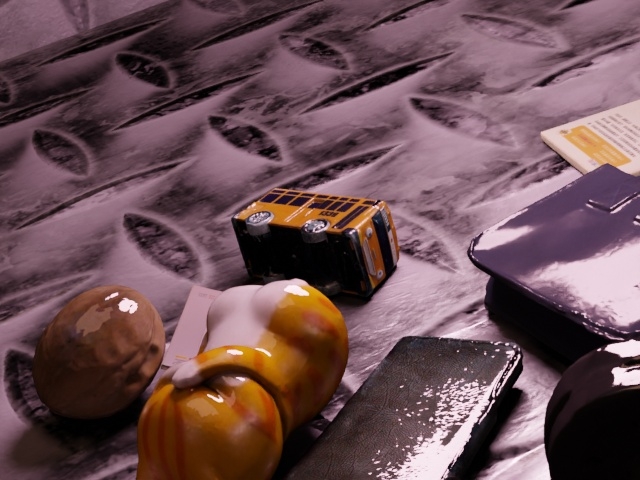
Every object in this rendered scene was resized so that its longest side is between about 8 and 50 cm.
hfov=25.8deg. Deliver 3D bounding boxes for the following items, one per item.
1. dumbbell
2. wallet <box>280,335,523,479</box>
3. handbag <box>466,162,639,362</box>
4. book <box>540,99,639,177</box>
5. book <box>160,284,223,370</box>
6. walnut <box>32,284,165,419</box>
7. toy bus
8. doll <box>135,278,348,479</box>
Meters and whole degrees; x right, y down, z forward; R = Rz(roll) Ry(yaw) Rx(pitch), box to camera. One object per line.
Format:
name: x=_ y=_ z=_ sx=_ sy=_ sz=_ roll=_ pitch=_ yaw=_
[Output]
dumbbell: x=0.261 y=0.223 z=1.089 sx=0.185 sy=0.185 sz=0.388 roll=-7 pitch=28 yaw=14
wallet: x=0.079 y=0.196 z=1.386 sx=0.172 sy=0.045 sz=0.318 roll=0 pitch=31 yaw=33
handbag: x=0.346 y=0.031 z=1.498 sx=0.269 sy=0.118 sz=0.326 roll=-30 pitch=31 yaw=-15
book: x=0.473 y=-0.154 z=1.895 sx=0.295 sy=0.020 sz=0.208 roll=-18 pitch=27 yaw=-8
book: x=-0.105 y=0.114 z=1.615 sx=0.127 sy=0.014 sz=0.181 roll=15 pitch=29 yaw=-1
walnut: x=-0.248 y=0.127 z=1.576 sx=0.140 sy=0.140 sz=0.162 roll=13 pitch=66 yaw=43
toy bus: x=0.000 y=0.000 z=1.751 sx=0.201 sy=0.098 sz=0.114 roll=8 pitch=34 yaw=40
doll: x=-0.079 y=0.154 z=1.410 sx=0.167 sy=0.162 sz=0.269 roll=-13 pitch=23 yaw=47
